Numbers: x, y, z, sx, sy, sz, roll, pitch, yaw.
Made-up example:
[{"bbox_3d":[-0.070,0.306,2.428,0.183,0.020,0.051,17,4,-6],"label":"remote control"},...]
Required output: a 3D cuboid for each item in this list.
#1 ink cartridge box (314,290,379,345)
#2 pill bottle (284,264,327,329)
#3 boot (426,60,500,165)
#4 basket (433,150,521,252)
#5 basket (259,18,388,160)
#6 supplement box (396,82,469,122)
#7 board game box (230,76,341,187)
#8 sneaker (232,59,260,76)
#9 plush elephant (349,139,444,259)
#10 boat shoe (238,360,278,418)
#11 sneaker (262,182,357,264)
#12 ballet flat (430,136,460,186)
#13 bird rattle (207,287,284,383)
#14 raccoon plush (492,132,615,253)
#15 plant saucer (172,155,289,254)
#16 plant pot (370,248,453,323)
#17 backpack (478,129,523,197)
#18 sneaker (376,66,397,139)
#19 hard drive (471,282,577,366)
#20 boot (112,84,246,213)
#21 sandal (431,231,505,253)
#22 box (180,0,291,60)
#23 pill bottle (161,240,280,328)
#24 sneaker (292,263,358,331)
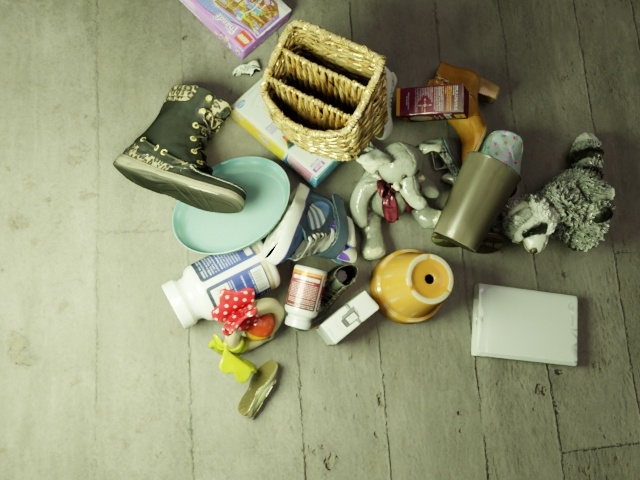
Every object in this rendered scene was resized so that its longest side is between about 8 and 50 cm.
[{"bbox_3d":[0.069,0.204,1.528,0.150,0.109,0.063,-37,86,-16],"label":"ink cartridge box"},{"bbox_3d":[-0.040,0.142,1.462,0.086,0.086,0.152,15,87,-9],"label":"pill bottle"},{"bbox_3d":[0.389,-0.371,1.727,0.211,0.104,0.295,19,80,3],"label":"boot"},{"bbox_3d":[0.408,-0.095,1.552,0.154,0.204,0.227,28,92,24],"label":"basket"},{"bbox_3d":[-0.006,-0.358,1.427,0.299,0.223,0.213,33,70,24],"label":"basket"},{"bbox_3d":[0.317,-0.386,1.651,0.188,0.104,0.081,1,91,22],"label":"supplement box"},{"bbox_3d":[-0.051,-0.332,1.602,0.316,0.064,0.242,41,74,10],"label":"board game box"},{"bbox_3d":[-0.206,-0.477,1.645,0.083,0.032,0.037,-29,86,-15],"label":"sneaker"},{"bbox_3d":[0.208,-0.151,1.551,0.272,0.255,0.330,-19,83,-15],"label":"plush elephant"},{"bbox_3d":[-0.151,0.378,1.484,0.056,0.048,0.153,14,66,37],"label":"boat shoe"},{"bbox_3d":[0.000,0.000,1.478,0.236,0.130,0.323,35,32,-12],"label":"sneaker"},{"bbox_3d":[0.370,-0.209,1.705,0.070,0.070,0.188,-25,83,-15],"label":"ballet flat"},{"bbox_3d":[-0.180,0.204,1.430,0.207,0.253,0.143,-18,42,-41],"label":"bird rattle"},{"bbox_3d":[0.659,-0.144,1.723,0.299,0.216,0.446,11,47,2],"label":"raccoon plush"},{"bbox_3d":[-0.222,-0.085,1.482,0.317,0.044,0.317,-11,51,13],"label":"plant saucer"},{"bbox_3d":[0.255,0.114,1.544,0.205,0.188,0.205,2,79,-11],"label":"plant pot"},{"bbox_3d":[0.520,-0.227,1.703,0.152,0.115,0.182,13,81,-11],"label":"backpack"},{"bbox_3d":[0.178,-0.418,1.656,0.123,0.106,0.290,-6,66,-18],"label":"sneaker"},{"bbox_3d":[0.584,0.241,1.666,0.307,0.040,0.203,8,78,-10],"label":"hard drive"},{"bbox_3d":[-0.309,-0.237,1.479,0.377,0.138,0.284,17,69,24],"label":"boot"},{"bbox_3d":[0.422,-0.013,1.671,0.219,0.090,0.060,6,56,-4],"label":"sandal"},{"bbox_3d":[-0.257,-0.684,1.661,0.293,0.057,0.201,44,73,-1],"label":"box"},{"bbox_3d":[-0.248,0.106,1.459,0.264,0.153,0.153,-27,86,-16],"label":"pill bottle"},{"bbox_3d":[0.005,0.142,1.523,0.083,0.118,0.222,41,74,-2],"label":"sneaker"}]
